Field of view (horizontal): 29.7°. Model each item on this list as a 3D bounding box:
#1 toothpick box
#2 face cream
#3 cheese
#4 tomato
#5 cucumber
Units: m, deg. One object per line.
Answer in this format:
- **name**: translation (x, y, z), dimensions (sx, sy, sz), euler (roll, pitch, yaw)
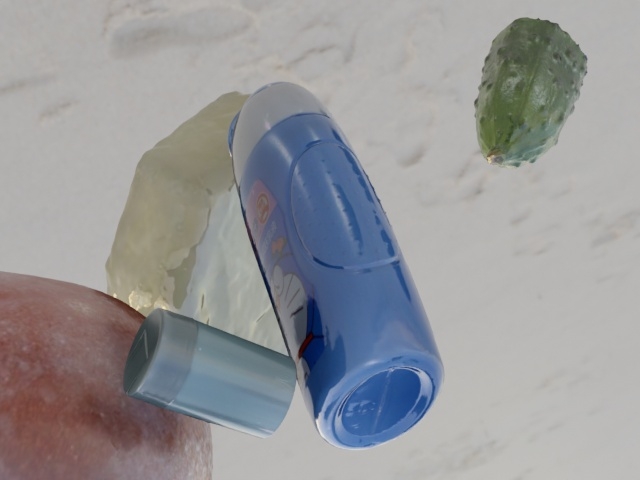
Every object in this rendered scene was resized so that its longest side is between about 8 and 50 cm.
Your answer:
- **toothpick box**: translation (-0.061, 0.075, 0.670), dimensions (0.083, 0.052, 0.052), euler (23, 143, -22)
- **face cream**: translation (0.000, 0.000, 0.795), dimensions (0.083, 0.264, 0.149), euler (-8, 141, -17)
- **cheese**: translation (-0.087, 0.017, 1.216), dimensions (0.115, 0.326, 0.318), euler (20, 176, 28)
- **tomato**: translation (-0.200, 0.157, 0.764), dimensions (0.270, 0.270, 0.227), euler (-16, -160, -12)
- **cucumber**: translation (0.243, -0.162, 1.474), dimensions (0.134, 0.134, 0.244), euler (-37, -164, 42)
